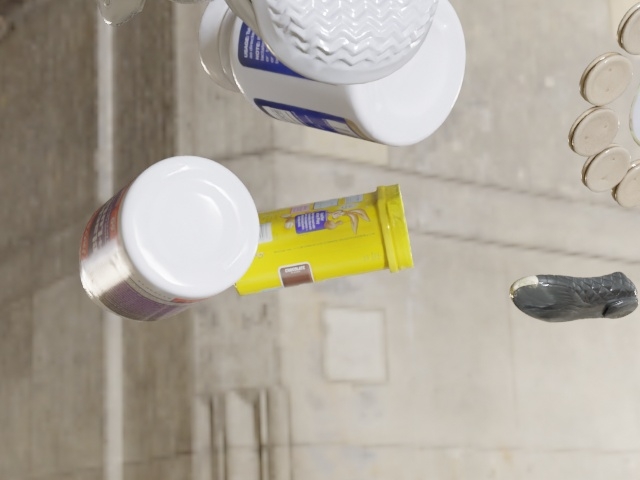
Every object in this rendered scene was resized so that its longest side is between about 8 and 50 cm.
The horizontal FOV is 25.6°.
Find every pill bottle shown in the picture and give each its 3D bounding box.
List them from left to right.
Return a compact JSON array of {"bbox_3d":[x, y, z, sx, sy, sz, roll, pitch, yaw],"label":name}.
[{"bbox_3d":[-0.129,0.006,1.112,0.108,0.108,0.193,3,167,-23],"label":"pill bottle"},{"bbox_3d":[0.001,-0.136,1.008,0.112,0.112,0.186,11,-175,-45],"label":"pill bottle"}]

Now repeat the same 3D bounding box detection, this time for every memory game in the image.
[{"bbox_3d":[0.241,-0.102,0.934,0.186,0.012,0.186,-18,133,-21],"label":"memory game"}]

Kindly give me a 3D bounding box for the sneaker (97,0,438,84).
[{"bbox_3d":[-0.042,-0.177,0.792,0.137,0.366,0.210,-11,143,-19],"label":"sneaker"}]

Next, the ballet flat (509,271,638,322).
[{"bbox_3d":[0.270,0.057,1.523,0.173,0.049,0.057,5,134,-32],"label":"ballet flat"}]

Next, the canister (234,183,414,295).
[{"bbox_3d":[0.000,0.000,1.364,0.169,0.073,0.126,-10,-168,4],"label":"canister"}]
